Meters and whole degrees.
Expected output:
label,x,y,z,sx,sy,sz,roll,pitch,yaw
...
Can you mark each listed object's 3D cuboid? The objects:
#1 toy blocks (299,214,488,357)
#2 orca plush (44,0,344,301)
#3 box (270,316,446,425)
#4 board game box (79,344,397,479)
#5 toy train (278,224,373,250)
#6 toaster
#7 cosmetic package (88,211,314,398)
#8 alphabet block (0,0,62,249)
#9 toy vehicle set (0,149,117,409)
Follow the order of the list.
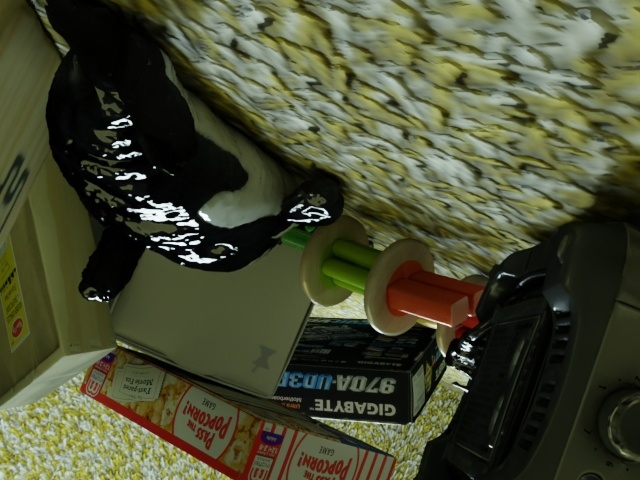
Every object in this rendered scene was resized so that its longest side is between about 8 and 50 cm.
label,x,y,z,sx,sy,sz,roll,pitch,yaw
toy blocks,0.078,0.039,0.571,0.148,0.054,0.123,19,175,41
orca plush,-0.071,-0.010,0.505,0.151,0.102,0.287,25,174,-4
box,-0.006,0.113,0.984,0.220,0.051,0.175,1,-171,16
board game box,-0.063,0.134,0.786,0.193,0.045,0.147,16,173,46
toy train,0.000,0.000,0.693,0.083,0.024,0.017,18,172,41
toaster,0.124,0.078,0.399,0.146,0.129,0.227,22,173,2
cosmetic package,-0.138,0.017,0.886,0.153,0.129,0.296,28,173,-31
alphabet block,-0.245,-0.040,0.483,0.192,0.197,0.193,24,174,-5
toy vehicle set,-0.222,0.028,0.804,0.035,0.166,0.267,-9,169,-28
